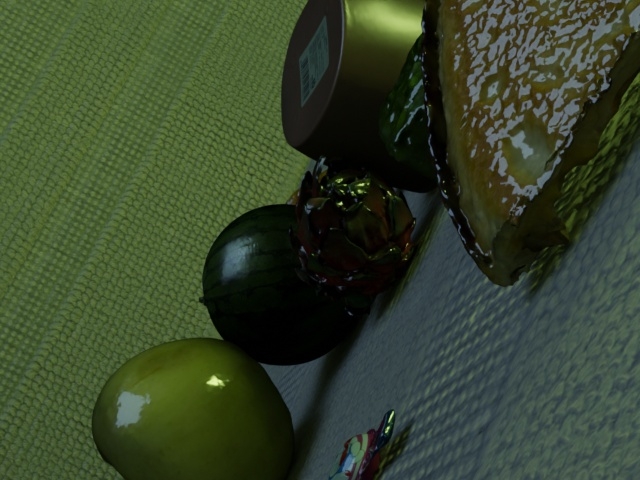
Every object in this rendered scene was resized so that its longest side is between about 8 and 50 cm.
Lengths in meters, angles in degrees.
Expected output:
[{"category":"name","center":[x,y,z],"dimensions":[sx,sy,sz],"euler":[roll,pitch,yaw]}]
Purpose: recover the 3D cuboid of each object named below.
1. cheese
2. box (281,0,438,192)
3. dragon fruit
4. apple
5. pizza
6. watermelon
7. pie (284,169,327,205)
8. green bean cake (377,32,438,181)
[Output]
[{"category":"cheese","center":[0.044,0.230,1.354],"dimensions":[0.145,0.038,0.095],"euler":[-57,9,43]},{"category":"box","center":[0.081,-0.226,1.791],"dimensions":[0.301,0.216,0.301],"euler":[-172,90,-72]},{"category":"dragon fruit","center":[0.045,-0.010,1.737],"dimensions":[0.189,0.182,0.182],"euler":[113,179,-49]},{"category":"apple","center":[-0.176,0.278,1.820],"dimensions":[0.254,0.292,0.292],"euler":[-34,-1,-15]},{"category":"pizza","center":[0.203,-0.223,1.214],"dimensions":[0.435,0.080,0.392],"euler":[-56,36,15]},{"category":"watermelon","center":[-0.058,0.066,1.910],"dimensions":[0.242,0.242,0.242],"euler":[-61,7,12]},{"category":"pie","center":[-0.001,-0.001,2.084],"dimensions":[0.273,0.069,0.273],"euler":[-33,44,40]},{"category":"green bean cake","center":[0.183,-0.186,1.469],"dimensions":[0.250,0.156,0.247],"euler":[-61,8,12]}]
